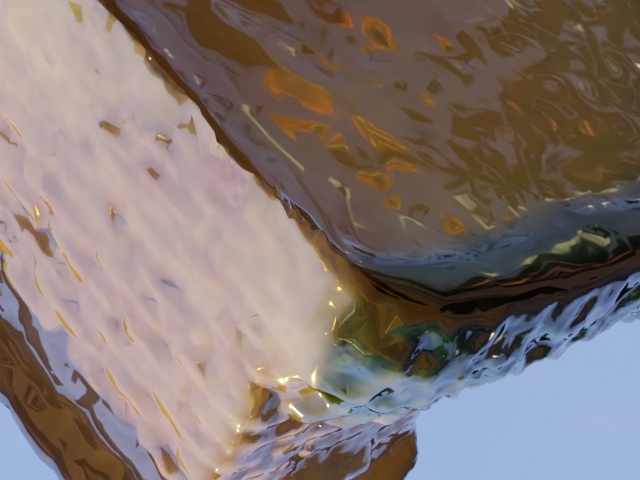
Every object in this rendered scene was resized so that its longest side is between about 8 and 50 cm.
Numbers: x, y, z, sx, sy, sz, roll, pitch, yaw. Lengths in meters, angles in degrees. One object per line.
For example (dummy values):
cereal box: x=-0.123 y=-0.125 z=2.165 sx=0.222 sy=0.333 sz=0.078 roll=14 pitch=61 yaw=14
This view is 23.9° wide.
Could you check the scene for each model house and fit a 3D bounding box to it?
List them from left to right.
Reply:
model house: x=-0.002 y=-0.002 z=0.625 sx=0.298 sy=0.284 sz=0.243 roll=-21 pitch=-116 yaw=-45
